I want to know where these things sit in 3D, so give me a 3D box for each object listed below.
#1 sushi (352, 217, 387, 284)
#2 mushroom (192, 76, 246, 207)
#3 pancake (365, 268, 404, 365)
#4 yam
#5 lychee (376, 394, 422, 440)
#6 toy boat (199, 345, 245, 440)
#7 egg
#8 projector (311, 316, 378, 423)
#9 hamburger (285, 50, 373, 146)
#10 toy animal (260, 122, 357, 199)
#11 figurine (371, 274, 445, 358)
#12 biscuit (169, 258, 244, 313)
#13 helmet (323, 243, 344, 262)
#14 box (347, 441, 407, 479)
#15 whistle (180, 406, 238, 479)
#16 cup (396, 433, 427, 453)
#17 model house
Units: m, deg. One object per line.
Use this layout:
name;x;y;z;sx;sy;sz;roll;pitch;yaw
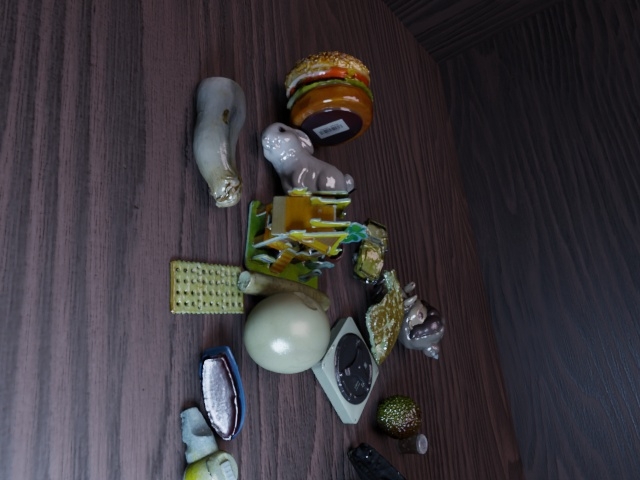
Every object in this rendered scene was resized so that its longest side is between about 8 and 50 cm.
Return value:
sushi;0.188;0.031;1.713;0.139;0.131;0.291;26;59;-17
mushroom;-0.279;-0.281;1.208;0.177;0.125;0.398;39;43;-50
pancake;0.233;0.293;1.623;0.197;0.054;0.377;26;73;-39
yam;-0.098;0.155;1.289;0.371;0.083;0.083;28;54;-50
lychee;0.275;0.635;1.541;0.171;0.171;0.172;26;56;-46
toy boat;-0.234;0.368;1.028;0.097;0.100;0.224;110;-31;-87
egg;-0.086;0.248;1.157;0.269;0.218;0.219;-2;77;-56
projector;0.099;0.432;1.445;0.259;0.079;0.257;63;35;-16
hamburger;0.032;-0.517;1.558;0.329;0.329;0.251;16;61;-50
toy animal;-0.055;-0.248;1.457;0.358;0.193;0.258;55;48;-10
figurine;0.367;0.309;1.780;0.381;0.203;0.248;46;26;-12
biscuit;-0.288;0.122;1.113;0.231;0.016;0.139;13;67;-50
helmet;0.036;0.038;1.550;0.089;0.057;0.111;12;67;-11
box;0.244;0.803;1.268;0.090;0.359;0.351;-33;105;-18
whistle;-0.262;0.482;0.939;0.122;0.123;0.223;-1;57;-54
cup;0.353;0.762;1.630;0.074;0.099;0.102;58;38;-20
model house;0.000;0.000;1.305;0.357;0.312;0.243;30;55;-45
